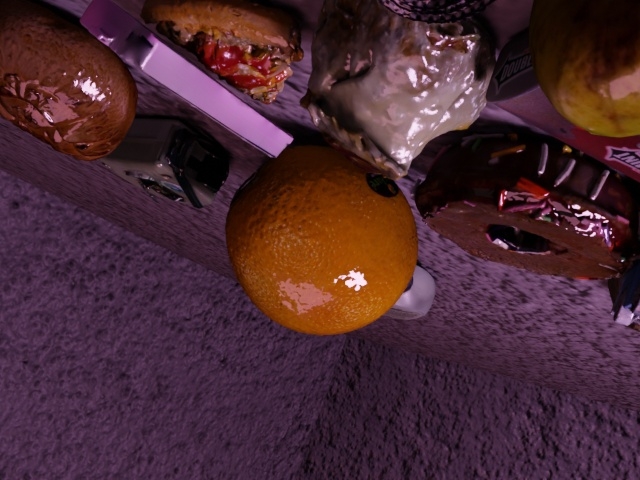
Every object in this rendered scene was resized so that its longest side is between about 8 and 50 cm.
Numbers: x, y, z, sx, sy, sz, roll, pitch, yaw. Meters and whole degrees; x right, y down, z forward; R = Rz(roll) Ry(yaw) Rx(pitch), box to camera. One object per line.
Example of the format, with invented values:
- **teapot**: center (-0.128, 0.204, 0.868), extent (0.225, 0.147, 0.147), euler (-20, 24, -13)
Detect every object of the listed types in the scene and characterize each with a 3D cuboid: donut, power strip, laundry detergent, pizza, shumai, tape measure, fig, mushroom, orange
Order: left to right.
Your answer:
- **mushroom**: center (-0.355, -0.211, 0.992), extent (0.253, 0.153, 0.253), euler (28, 164, 9)
- **tape measure**: center (-0.251, -0.123, 1.292), extent (0.235, 0.115, 0.207), euler (10, 162, 41)
- **power strip**: center (-0.133, -0.166, 0.799), extent (0.109, 0.037, 0.279), euler (40, -174, 31)
- **pizza**: center (-0.086, -0.194, 0.810), extent (0.188, 0.062, 0.199), euler (18, 169, 25)
- **orange**: center (0.000, 0.000, 1.052), extent (0.274, 0.274, 0.274), euler (20, 168, 4)
- **shumai**: center (0.056, -0.130, 0.655), extent (0.184, 0.142, 0.184), euler (19, 172, 3)
- **laundry detergent**: center (0.144, 0.094, 1.622), extent (0.215, 0.105, 0.280), euler (21, 170, 7)
- **donut**: center (0.241, -0.036, 0.870), extent (0.270, 0.103, 0.269), euler (17, 168, 4)
- **fig**: center (0.189, -0.131, 0.443), extent (0.121, 0.136, 0.153), euler (41, -156, -17)

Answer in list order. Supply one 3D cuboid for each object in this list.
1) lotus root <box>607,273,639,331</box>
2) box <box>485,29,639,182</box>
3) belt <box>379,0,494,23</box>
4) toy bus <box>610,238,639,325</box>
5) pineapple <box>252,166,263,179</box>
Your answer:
- **lotus root**: center (0.524, 0.110, 1.119), extent (0.204, 0.078, 0.183), euler (7, 163, 43)
- **box**: center (0.261, -0.103, 0.610), extent (0.224, 0.069, 0.120), euler (23, 168, -19)
- **belt**: center (0.135, -0.193, 0.345), extent (0.126, 0.094, 0.359), euler (24, 169, -23)
- **toy bus**: center (0.414, 0.041, 0.842), extent (0.116, 0.133, 0.234), euler (19, 174, 14)
- **pineapple**: center (0.012, -0.018, 1.277), extent (0.310, 0.141, 0.170), euler (30, -164, -9)
